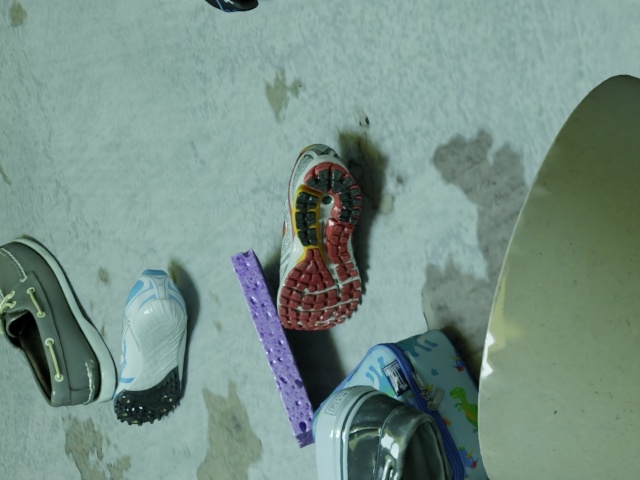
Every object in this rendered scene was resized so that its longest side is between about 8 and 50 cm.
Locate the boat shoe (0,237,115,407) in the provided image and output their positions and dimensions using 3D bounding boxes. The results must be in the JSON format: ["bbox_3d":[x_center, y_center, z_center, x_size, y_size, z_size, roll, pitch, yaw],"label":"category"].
[{"bbox_3d":[-0.384,0.109,2.566,0.305,0.091,0.109,51,138,35],"label":"boat shoe"}]

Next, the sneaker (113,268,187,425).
[{"bbox_3d":[-0.210,0.136,2.338,0.086,0.085,0.237,-98,18,-48],"label":"sneaker"}]

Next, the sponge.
[{"bbox_3d":[-0.047,0.119,2.070,0.117,0.031,0.210,77,173,-78],"label":"sponge"}]

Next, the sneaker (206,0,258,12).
[{"bbox_3d":[-0.098,-0.357,2.013,0.090,0.081,0.232,29,130,46],"label":"sneaker"}]

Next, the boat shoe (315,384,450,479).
[{"bbox_3d":[0.075,0.299,1.787,0.119,0.121,0.335,15,127,44],"label":"boat shoe"}]

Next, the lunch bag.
[{"bbox_3d":[0.086,0.204,1.896,0.176,0.090,0.219,63,145,16],"label":"lunch bag"}]

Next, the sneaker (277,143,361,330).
[{"bbox_3d":[0.000,0.000,1.984,0.093,0.088,0.225,-104,20,-54],"label":"sneaker"}]

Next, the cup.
[{"bbox_3d":[0.292,0.064,1.384,0.237,0.331,0.331,16,116,25],"label":"cup"}]
